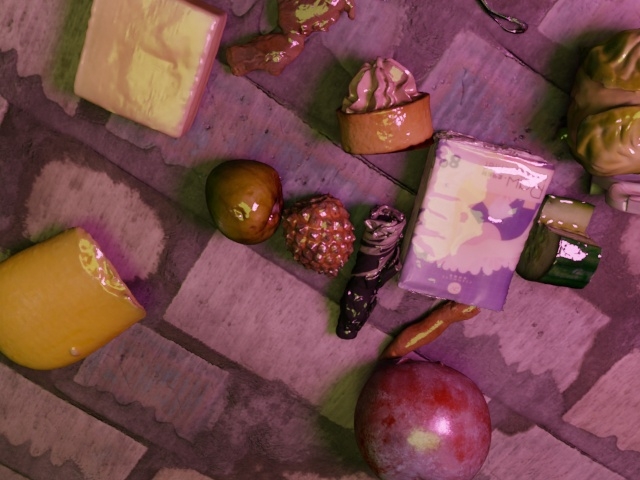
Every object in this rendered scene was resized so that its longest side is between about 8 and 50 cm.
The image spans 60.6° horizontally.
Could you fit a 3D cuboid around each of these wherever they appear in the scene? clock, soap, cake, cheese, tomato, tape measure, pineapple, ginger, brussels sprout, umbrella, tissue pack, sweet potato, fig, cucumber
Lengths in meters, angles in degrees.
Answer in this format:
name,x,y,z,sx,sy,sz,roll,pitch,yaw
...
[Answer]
name,x,y,z,sx,sy,sz,roll,pitch,yaw
clock,0.634,-0.095,1.077,0.152,0.191,0.062,2,110,6
soap,-0.644,0.156,1.338,0.428,0.115,0.306,-26,109,15
cake,0.124,-0.267,1.074,0.185,0.208,0.178,2,105,29
cheese,-0.345,-0.378,1.111,0.243,0.124,0.265,22,111,-6
tomato,0.233,0.426,1.267,0.317,0.282,0.316,6,132,7
tape measure,0.349,-0.492,1.046,0.107,0.104,0.180,-51,134,-3
pineapple,0.000,0.000,1.197,0.166,0.166,0.193,-15,107,11
ginger,-0.068,-0.416,1.087,0.290,0.084,0.122,-32,110,16
brussels sprout,0.570,-0.248,1.001,0.227,0.294,0.259,2,89,-23
umbrella,0.112,0.087,1.231,0.106,0.113,0.357,18,122,5
tissue pack,0.316,-0.040,1.163,0.243,0.125,0.343,14,110,2
sweet potato,0.241,0.214,1.294,0.281,0.067,0.059,-34,104,16
fig,-0.164,-0.089,1.169,0.191,0.181,0.181,35,113,26
cucumber,0.491,0.015,1.142,0.130,0.191,0.191,8,110,3
